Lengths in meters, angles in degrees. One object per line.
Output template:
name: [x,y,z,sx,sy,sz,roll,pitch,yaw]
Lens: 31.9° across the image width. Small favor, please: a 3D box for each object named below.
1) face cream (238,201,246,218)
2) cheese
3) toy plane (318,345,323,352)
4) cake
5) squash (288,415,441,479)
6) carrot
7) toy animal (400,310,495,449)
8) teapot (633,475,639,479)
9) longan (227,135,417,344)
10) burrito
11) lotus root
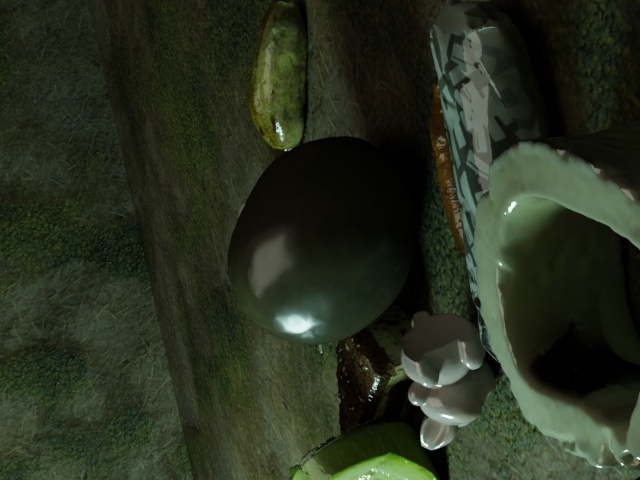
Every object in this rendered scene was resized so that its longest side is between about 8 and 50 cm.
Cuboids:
face cream: [-0.072,-0.003,1.959,0.149,0.104,0.149,169,90,-70]
cheese: [0.280,0.049,0.984,0.332,0.153,0.293,-152,53,-66]
toy plane: [0.032,0.121,1.765,0.286,0.108,0.092,106,150,-75]
cake: [0.095,0.226,1.624,0.135,0.112,0.246,-145,47,-58]
squash: [0.061,0.361,1.631,0.220,0.220,0.133,103,153,-47]
carrot: [0.167,-0.091,1.355,0.059,0.059,0.248,141,119,-67]
toy animal: [0.174,0.189,1.424,0.124,0.124,0.213,52,168,51]
teapot: [0.289,0.341,0.975,0.322,0.239,0.240,100,148,-58]
longan: [0.000,0.000,1.544,0.243,0.300,0.300,42,174,-25]
burrito: [0.202,-0.047,1.215,0.139,0.101,0.446,-10,89,65]
lotus root: [-0.070,-0.268,1.837,0.110,0.097,0.259,-134,42,-61]
